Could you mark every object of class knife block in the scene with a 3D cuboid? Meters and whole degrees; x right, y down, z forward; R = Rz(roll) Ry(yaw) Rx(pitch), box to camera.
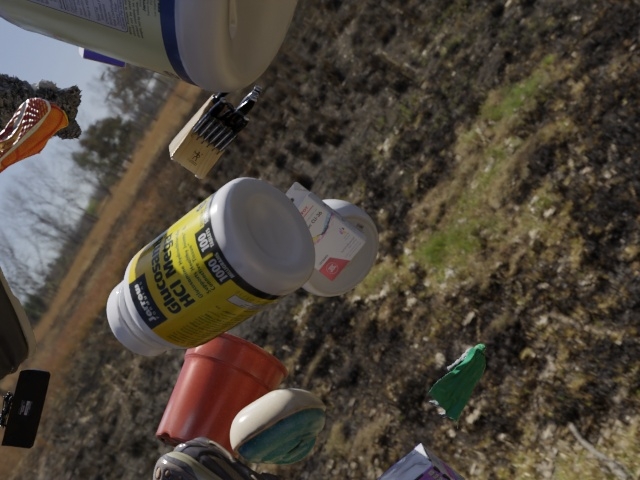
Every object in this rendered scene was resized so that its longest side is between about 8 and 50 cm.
[{"bbox_3d":[-0.236,-0.266,1.489,0.242,0.088,0.275,-52,20,4],"label":"knife block"}]

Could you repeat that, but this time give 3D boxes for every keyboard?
[{"bbox_3d":[-0.747,0.416,1.648,0.038,0.100,0.191,155,127,-66],"label":"keyboard"}]

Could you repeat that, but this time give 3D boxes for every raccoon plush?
[{"bbox_3d":[-0.847,-0.312,1.811,0.446,0.300,0.216,-87,10,-49],"label":"raccoon plush"}]

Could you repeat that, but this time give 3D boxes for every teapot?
[{"bbox_3d":[0.000,0.000,1.594,0.187,0.253,0.255,37,144,49],"label":"teapot"}]

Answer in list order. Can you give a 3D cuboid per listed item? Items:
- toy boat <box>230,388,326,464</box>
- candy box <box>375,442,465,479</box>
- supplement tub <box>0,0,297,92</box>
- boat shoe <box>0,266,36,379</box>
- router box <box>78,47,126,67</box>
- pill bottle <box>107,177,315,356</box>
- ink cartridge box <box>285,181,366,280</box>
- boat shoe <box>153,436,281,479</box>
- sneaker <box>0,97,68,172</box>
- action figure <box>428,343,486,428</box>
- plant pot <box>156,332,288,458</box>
[{"bbox_3d":[-0.122,0.419,1.299,0.318,0.148,0.267,-33,-21,4],"label":"toy boat"},{"bbox_3d":[0.229,0.571,1.485,0.165,0.196,0.070,-42,32,7],"label":"candy box"},{"bbox_3d":[-0.197,-0.299,0.645,0.235,0.325,0.235,20,-90,-80],"label":"supplement tub"},{"bbox_3d":[-0.445,0.021,0.766,0.112,0.335,0.095,-10,19,29],"label":"boat shoe"},{"bbox_3d":[-0.425,-0.533,1.349,0.301,0.082,0.335,-139,61,-63],"label":"router box"},{"bbox_3d":[-0.185,0.058,1.037,0.334,0.188,0.187,-33,31,32],"label":"pill bottle"},{"bbox_3d":[-0.013,-0.021,1.409,0.115,0.198,0.067,-51,1,13],"label":"ink cartridge box"},{"bbox_3d":[-0.098,0.435,1.058,0.132,0.355,0.130,-58,-9,33],"label":"boat shoe"},{"bbox_3d":[-0.433,-0.131,0.937,0.175,0.067,0.064,-31,69,11],"label":"sneaker"},{"bbox_3d":[0.380,0.365,1.759,0.232,0.137,0.064,-47,23,-27],"label":"action figure"},{"bbox_3d":[-0.253,0.397,1.617,0.272,0.273,0.265,-34,28,57],"label":"plant pot"}]
